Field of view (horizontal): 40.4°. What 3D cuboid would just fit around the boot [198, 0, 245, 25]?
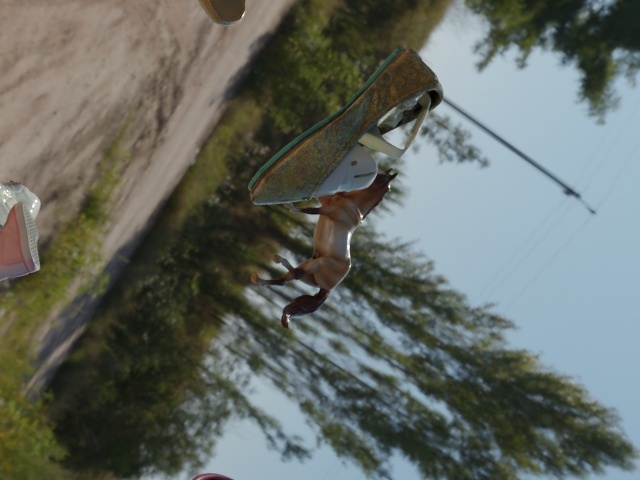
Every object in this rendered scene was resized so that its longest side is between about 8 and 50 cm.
[{"bbox_3d":[-0.144,-0.485,1.425,0.095,0.262,0.203,-17,-161,-27],"label":"boot"}]

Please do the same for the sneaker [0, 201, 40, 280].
[{"bbox_3d":[-0.390,0.002,1.079,0.070,0.051,0.134,-21,-141,-5],"label":"sneaker"}]

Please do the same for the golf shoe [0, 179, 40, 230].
[{"bbox_3d":[-0.534,-0.048,1.321,0.306,0.115,0.140,42,40,-63],"label":"golf shoe"}]

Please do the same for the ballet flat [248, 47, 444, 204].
[{"bbox_3d":[0.052,-0.135,1.158,0.348,0.123,0.123,-45,178,-33],"label":"ballet flat"}]

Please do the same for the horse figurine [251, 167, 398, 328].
[{"bbox_3d":[0.000,0.000,1.279,0.066,0.174,0.263,20,-84,52],"label":"horse figurine"}]

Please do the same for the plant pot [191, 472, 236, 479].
[{"bbox_3d":[-0.159,0.447,1.164,0.180,0.201,0.201,-46,-172,13],"label":"plant pot"}]
